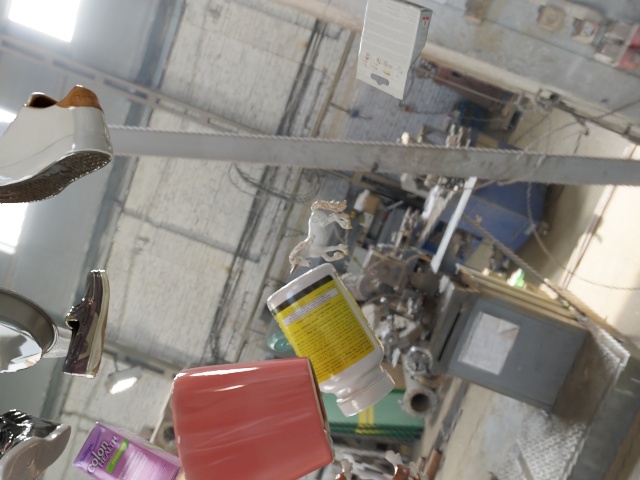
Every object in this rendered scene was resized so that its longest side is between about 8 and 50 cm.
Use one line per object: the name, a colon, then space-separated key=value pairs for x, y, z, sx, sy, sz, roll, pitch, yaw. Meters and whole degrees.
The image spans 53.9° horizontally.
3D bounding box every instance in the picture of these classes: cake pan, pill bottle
cake pan: x=-0.753 y=0.209 z=1.427 sx=0.054 sy=0.293 sz=0.293 roll=-90 pitch=15 yaw=-45
pill bottle: x=0.031 y=0.238 z=1.500 sx=0.188 sy=0.334 sz=0.188 roll=-31 pitch=-6 yaw=-4

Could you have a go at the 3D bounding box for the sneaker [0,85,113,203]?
sneaker: x=-0.408 y=-0.133 z=0.903 sx=0.106 sy=0.290 sz=0.123 roll=10 pitch=-113 yaw=-61

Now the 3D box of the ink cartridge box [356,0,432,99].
ink cartridge box: x=0.147 y=-0.397 z=1.280 sx=0.045 sy=0.145 sz=0.179 roll=-21 pitch=-47 yaw=-35

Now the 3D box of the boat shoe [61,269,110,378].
boat shoe: x=-0.579 y=0.197 z=1.545 sx=0.103 sy=0.092 sz=0.285 roll=-39 pitch=47 yaw=47

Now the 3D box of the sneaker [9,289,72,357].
sneaker: x=-0.766 y=0.203 z=1.625 sx=0.169 sy=0.293 sz=0.108 roll=-102 pitch=31 yaw=-48

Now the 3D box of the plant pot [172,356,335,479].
plant pot: x=-0.113 y=0.337 z=1.155 sx=0.275 sy=0.243 sz=0.274 roll=164 pitch=90 yaw=-89

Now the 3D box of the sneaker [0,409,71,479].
sneaker: x=-0.652 y=0.437 z=1.324 sx=0.296 sy=0.147 sz=0.104 roll=116 pitch=169 yaw=-87

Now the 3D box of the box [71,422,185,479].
box: x=-0.464 y=0.580 z=1.608 sx=0.213 sy=0.243 sz=0.117 roll=81 pitch=-146 yaw=-69

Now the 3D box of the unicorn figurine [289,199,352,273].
unicorn figurine: x=0.000 y=0.000 z=1.196 sx=0.060 sy=0.111 sz=0.161 roll=127 pitch=150 yaw=-69

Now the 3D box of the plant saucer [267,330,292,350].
plant saucer: x=-0.123 y=0.348 z=2.163 sx=0.119 sy=0.119 sz=0.021 roll=111 pitch=147 yaw=-44

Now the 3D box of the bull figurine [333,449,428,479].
bull figurine: x=0.070 y=0.513 z=1.238 sx=0.188 sy=0.311 sz=0.101 roll=-56 pitch=-48 yaw=-64
